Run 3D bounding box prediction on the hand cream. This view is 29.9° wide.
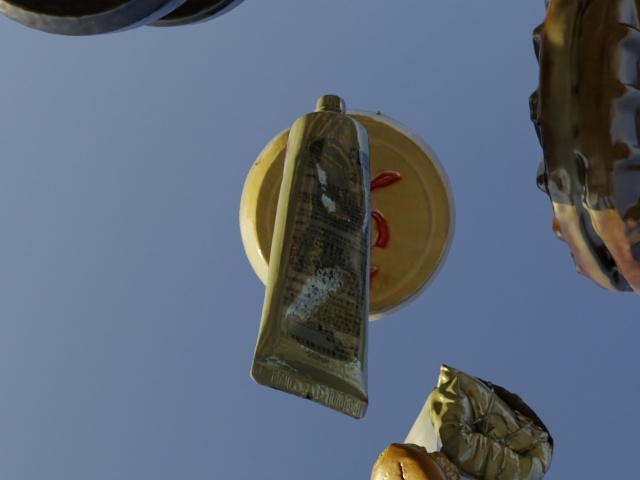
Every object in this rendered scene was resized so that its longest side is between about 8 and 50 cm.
[{"bbox_3d":[0.000,0.000,1.137,0.078,0.124,0.341,-34,-140,45],"label":"hand cream"}]

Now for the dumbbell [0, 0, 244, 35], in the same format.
[{"bbox_3d":[-0.145,-0.263,0.922,0.204,0.204,0.322,-21,-172,10],"label":"dumbbell"}]

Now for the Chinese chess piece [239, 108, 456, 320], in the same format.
[{"bbox_3d":[0.032,-0.027,1.382,0.251,0.251,0.097,-33,-173,-1],"label":"Chinese chess piece"}]

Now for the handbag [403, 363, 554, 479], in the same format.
[{"bbox_3d":[0.121,0.189,0.993,0.117,0.173,0.095,29,-132,13],"label":"handbag"}]

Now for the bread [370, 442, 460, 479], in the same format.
[{"bbox_3d":[0.073,0.196,0.923,0.081,0.046,0.083,53,-52,14],"label":"bread"}]

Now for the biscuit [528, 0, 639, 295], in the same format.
[{"bbox_3d":[0.305,-0.085,1.182,0.115,0.366,0.268,-3,-132,34],"label":"biscuit"}]
